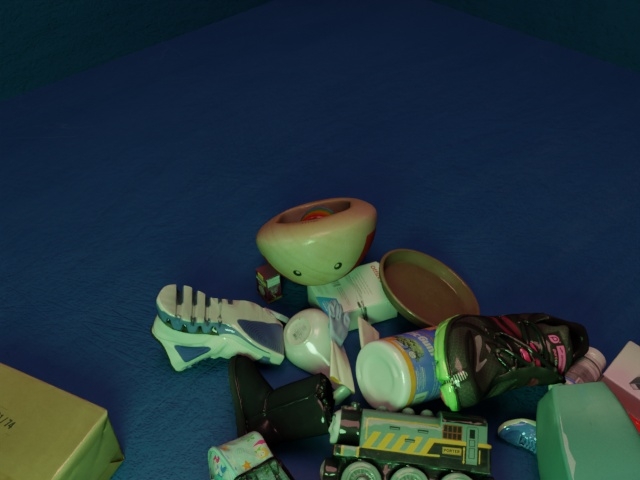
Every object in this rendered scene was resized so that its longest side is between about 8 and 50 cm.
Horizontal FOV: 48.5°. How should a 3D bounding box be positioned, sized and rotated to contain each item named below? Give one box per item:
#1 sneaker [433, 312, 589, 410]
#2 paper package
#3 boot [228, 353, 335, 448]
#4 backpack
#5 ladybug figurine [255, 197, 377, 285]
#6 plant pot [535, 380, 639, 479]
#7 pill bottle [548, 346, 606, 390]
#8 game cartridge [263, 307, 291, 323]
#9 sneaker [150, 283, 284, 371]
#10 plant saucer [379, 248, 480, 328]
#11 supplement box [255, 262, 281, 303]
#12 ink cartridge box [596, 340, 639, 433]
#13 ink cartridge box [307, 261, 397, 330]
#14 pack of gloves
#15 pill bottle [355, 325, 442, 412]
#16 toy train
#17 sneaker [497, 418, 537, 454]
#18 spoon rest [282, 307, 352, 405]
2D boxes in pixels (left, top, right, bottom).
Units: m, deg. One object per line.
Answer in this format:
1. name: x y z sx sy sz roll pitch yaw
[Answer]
1. sneaker: 0.392 0.219 1.436 0.202 0.185 0.483 -16 -4 42
2. paper package: -0.601 0.428 1.363 0.325 0.168 0.309 17 45 19
3. boot: -0.078 0.321 1.494 0.207 0.094 0.246 -21 47 7
4. backpack: -0.121 0.477 1.255 0.191 0.225 0.253 -15 36 -21
5. ladybug figurine: 0.000 0.000 1.781 0.305 0.161 0.449 -11 11 9
6. plant pot: 0.501 0.396 1.334 0.166 0.165 0.234 -4 59 -4
7. pill bottle: 0.569 0.299 1.565 0.078 0.078 0.137 30 48 31
8. game cartridge: -0.101 0.184 1.713 0.056 0.083 0.017 24 82 23
9. sneaker: -0.252 0.223 1.636 0.316 0.182 0.127 22 38 -19
10. plant saucer: 0.260 0.128 1.728 0.278 0.041 0.277 20 34 -14
11. supplement box: -0.131 0.109 1.795 0.043 0.083 0.055 -25 45 -26
12. ink cartridge box: 0.699 0.377 1.451 0.296 0.066 0.261 36 50 25
13. ink cartridge box: 0.079 0.143 1.753 0.191 0.082 0.139 -13 42 -16
14. pack of gloves: 0.065 0.255 1.570 0.046 0.195 0.232 -29 38 25
15. pill bottle: 0.222 0.265 1.517 0.272 0.152 0.152 -7 36 -39
16. toy train: 0.169 0.414 1.351 0.334 0.142 0.190 6 69 4
17. sneaker: 0.440 0.416 1.444 0.152 0.058 0.084 9 32 1
18. spoon rest: -0.003 0.265 1.607 0.137 0.084 0.276 -41 44 7
